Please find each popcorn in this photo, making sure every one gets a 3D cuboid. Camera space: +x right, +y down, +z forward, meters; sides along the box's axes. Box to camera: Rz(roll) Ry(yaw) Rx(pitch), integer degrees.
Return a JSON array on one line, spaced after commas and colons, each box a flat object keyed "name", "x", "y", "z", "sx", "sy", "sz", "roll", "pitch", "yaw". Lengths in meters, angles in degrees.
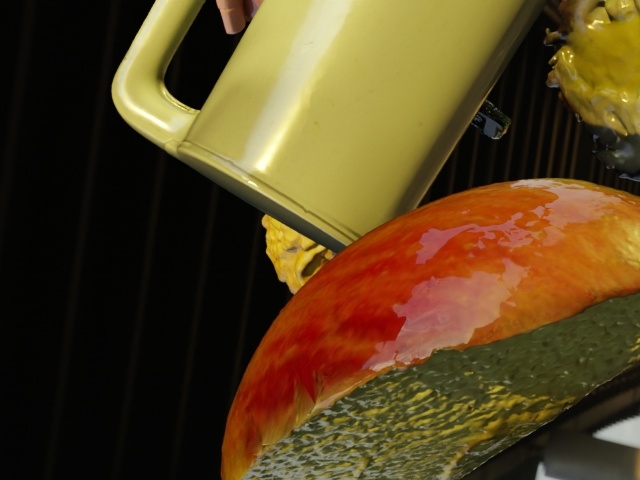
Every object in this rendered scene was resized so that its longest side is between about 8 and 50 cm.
[{"name": "popcorn", "x": -0.002, "y": -0.017, "z": 1.241, "sx": 0.194, "sy": 0.140, "sz": 0.163, "roll": 93, "pitch": 172, "yaw": -62}]

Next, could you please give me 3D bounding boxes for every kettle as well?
[{"name": "kettle", "x": 0.021, "y": -0.168, "z": 0.797, "sx": 0.265, "sy": 0.205, "sz": 0.318, "roll": 31, "pitch": -92, "yaw": -21}]

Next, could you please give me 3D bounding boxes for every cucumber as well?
[{"name": "cucumber", "x": 0.170, "y": -0.238, "z": 1.446, "sx": 0.044, "sy": 0.257, "sz": 0.043, "roll": -46, "pitch": -8, "yaw": -33}]

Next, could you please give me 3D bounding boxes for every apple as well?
[{"name": "apple", "x": 0.071, "y": 0.071, "z": 0.631, "sx": 0.179, "sy": 0.346, "sz": 0.254, "roll": 42, "pitch": -145, "yaw": -9}]

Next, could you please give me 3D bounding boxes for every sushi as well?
[{"name": "sushi", "x": 0.452, "y": -0.242, "z": 1.168, "sx": 0.294, "sy": 0.281, "sz": 0.299, "roll": -16, "pitch": -47, "yaw": -31}]

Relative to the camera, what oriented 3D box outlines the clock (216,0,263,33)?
[{"name": "clock", "x": -0.032, "y": -0.286, "z": 0.986, "sx": 0.092, "sy": 0.162, "sz": 0.165, "roll": 74, "pitch": -177, "yaw": -61}]
